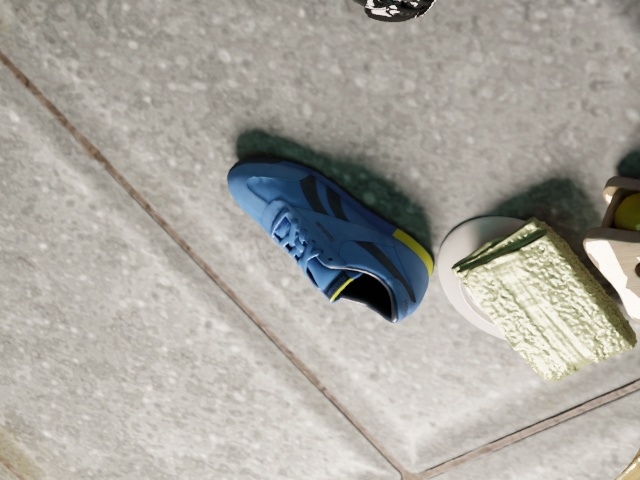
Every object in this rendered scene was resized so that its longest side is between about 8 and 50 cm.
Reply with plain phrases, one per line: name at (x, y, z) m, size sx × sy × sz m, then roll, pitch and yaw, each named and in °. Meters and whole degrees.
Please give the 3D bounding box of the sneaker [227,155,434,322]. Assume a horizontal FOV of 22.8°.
sneaker at (0.000, 0.000, 1.410) m, size 0.209 × 0.082 × 0.069 m, roll 32°, pitch 137°, yaw 4°

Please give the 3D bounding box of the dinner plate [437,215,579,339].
dinner plate at (0.168, 0.040, 1.396) m, size 0.141 × 0.017 × 0.141 m, roll 14°, pitch 132°, yaw 16°

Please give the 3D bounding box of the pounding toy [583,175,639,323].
pounding toy at (0.329, 0.015, 1.187) m, size 0.270 × 0.155 × 0.154 m, roll 2°, pitch 131°, yaw 28°

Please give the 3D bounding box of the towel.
towel at (0.193, 0.052, 1.361) m, size 0.110 × 0.027 × 0.148 m, roll -29°, pitch 108°, yaw 40°

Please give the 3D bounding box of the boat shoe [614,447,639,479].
boat shoe at (0.313, 0.160, 1.390) m, size 0.072 × 0.068 × 0.190 m, roll 45°, pitch 125°, yaw 6°

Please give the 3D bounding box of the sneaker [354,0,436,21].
sneaker at (0.084, -0.227, 1.172) m, size 0.293 × 0.102 × 0.146 m, roll 14°, pitch 136°, yaw 25°
